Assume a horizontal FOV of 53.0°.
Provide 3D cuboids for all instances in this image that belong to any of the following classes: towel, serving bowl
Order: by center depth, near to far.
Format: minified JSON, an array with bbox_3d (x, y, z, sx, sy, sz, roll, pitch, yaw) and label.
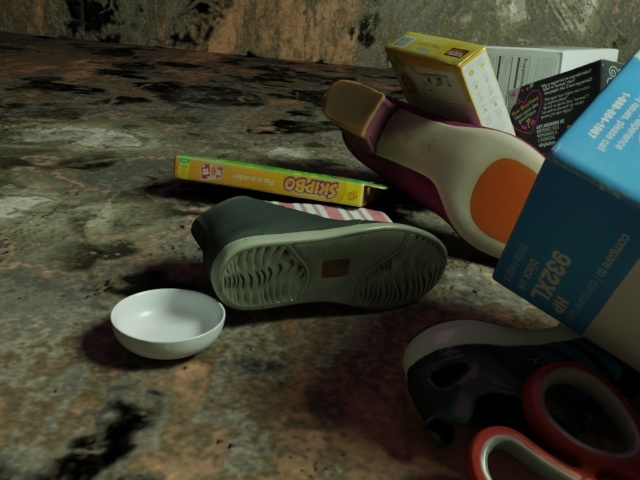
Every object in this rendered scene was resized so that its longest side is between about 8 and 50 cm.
[{"bbox_3d":[-0.114,0.066,0.481,0.083,0.027,0.083,5,22,-2],"label":"serving bowl"},{"bbox_3d":[-0.004,-0.007,0.699,0.197,0.029,0.144,3,21,-11],"label":"towel"}]

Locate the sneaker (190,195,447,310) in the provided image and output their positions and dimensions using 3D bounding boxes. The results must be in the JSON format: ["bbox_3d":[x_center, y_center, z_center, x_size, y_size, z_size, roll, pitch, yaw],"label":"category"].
[{"bbox_3d":[0.000,0.000,0.577,0.222,0.083,0.118,2,25,-26],"label":"sneaker"}]

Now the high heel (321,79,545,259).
[{"bbox_3d":[0.177,-0.077,0.786,0.377,0.127,0.181,41,10,24],"label":"high heel"}]

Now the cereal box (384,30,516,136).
[{"bbox_3d":[0.185,-0.149,0.840,0.047,0.240,0.173,-37,34,-8],"label":"cereal box"}]

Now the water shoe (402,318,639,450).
[{"bbox_3d":[0.153,0.102,0.426,0.203,0.073,0.080,2,49,-11],"label":"water shoe"}]

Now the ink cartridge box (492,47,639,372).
[{"bbox_3d":[0.303,0.007,0.387,0.307,0.129,0.223,35,57,21],"label":"ink cartridge box"}]

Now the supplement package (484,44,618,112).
[{"bbox_3d":[0.373,-0.223,1.085,0.145,0.204,0.262,18,24,36],"label":"supplement package"}]

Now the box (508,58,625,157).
[{"bbox_3d":[0.400,-0.144,0.881,0.247,0.142,0.163,3,-3,-28],"label":"box"}]

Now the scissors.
[{"bbox_3d":[0.219,0.162,0.319,0.297,0.021,0.109,29,55,18],"label":"scissors"}]

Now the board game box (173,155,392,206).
[{"bbox_3d":[-0.042,-0.076,0.820,0.259,0.039,0.124,7,8,11],"label":"board game box"}]
